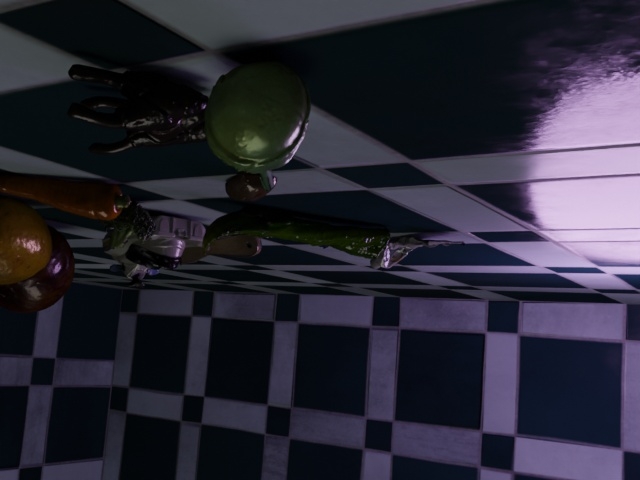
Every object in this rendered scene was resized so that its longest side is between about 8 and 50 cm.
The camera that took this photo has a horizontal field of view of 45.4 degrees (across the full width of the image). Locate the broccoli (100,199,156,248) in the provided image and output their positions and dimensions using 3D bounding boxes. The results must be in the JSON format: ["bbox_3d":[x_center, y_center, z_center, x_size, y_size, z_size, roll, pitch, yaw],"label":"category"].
[{"bbox_3d":[-0.339,-0.026,1.344,0.097,0.092,0.095,17,-173,-13],"label":"broccoli"}]

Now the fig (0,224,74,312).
[{"bbox_3d":[-0.671,0.049,1.730,0.235,0.214,0.235,24,159,10],"label":"fig"}]

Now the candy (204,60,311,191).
[{"bbox_3d":[-0.057,-0.090,0.762,0.092,0.093,0.335,-5,173,-2],"label":"candy"}]

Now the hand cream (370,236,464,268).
[{"bbox_3d":[0.180,0.019,1.555,0.084,0.050,0.257,6,166,-27],"label":"hand cream"}]

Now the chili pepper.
[{"bbox_3d":[-0.041,-0.010,1.370,0.359,0.076,0.085,5,146,-27],"label":"chili pepper"}]

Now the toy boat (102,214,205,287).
[{"bbox_3d":[-0.348,0.019,1.556,0.140,0.141,0.269,11,155,-40],"label":"toy boat"}]

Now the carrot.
[{"bbox_3d":[-0.426,-0.073,1.207,0.256,0.061,0.061,8,172,-1],"label":"carrot"}]

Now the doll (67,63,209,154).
[{"bbox_3d":[-0.150,-0.121,0.730,0.165,0.057,0.139,-3,172,-13],"label":"doll"}]

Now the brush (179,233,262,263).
[{"bbox_3d":[-0.254,0.012,1.710,0.327,0.070,0.065,-3,-173,35],"label":"brush"}]

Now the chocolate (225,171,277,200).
[{"bbox_3d":[-0.100,-0.074,1.113,0.064,0.031,0.100,3,172,-24],"label":"chocolate"}]

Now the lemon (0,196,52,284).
[{"bbox_3d":[-0.600,0.000,1.417,0.170,0.170,0.207,1,168,24],"label":"lemon"}]

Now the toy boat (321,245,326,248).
[{"bbox_3d":[0.000,0.000,1.548,0.038,0.038,0.083,2,172,17],"label":"toy boat"}]
